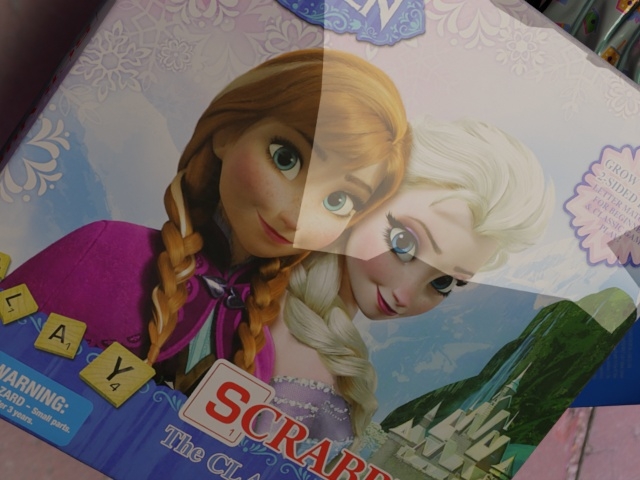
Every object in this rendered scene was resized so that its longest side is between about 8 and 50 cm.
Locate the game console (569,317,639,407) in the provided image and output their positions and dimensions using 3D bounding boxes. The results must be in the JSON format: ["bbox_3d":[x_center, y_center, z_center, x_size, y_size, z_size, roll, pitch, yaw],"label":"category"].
[{"bbox_3d":[0.230,-0.020,0.963,0.293,0.250,0.173,70,19,-59],"label":"game console"}]

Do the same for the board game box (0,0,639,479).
[{"bbox_3d":[0.000,0.000,0.744,0.319,0.066,0.318,32,101,-18],"label":"board game box"}]

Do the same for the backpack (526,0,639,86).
[{"bbox_3d":[0.216,-0.149,0.928,0.182,0.115,0.152,-46,135,-6],"label":"backpack"}]
